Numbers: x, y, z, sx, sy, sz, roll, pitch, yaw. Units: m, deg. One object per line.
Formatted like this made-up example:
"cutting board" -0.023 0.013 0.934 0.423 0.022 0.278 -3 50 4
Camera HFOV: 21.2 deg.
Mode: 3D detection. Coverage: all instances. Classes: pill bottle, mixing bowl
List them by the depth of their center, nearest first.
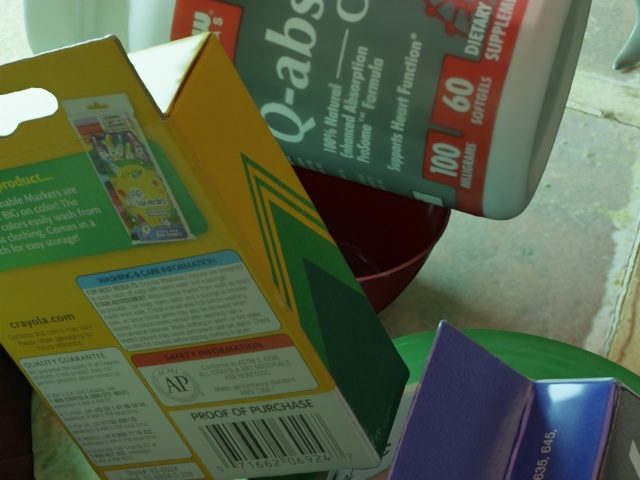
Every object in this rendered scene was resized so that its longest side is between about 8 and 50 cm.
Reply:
"pill bottle" -0.007 -0.157 1.195 0.362 0.210 0.210 15 45 12
"mixing bowl" 0.000 0.000 1.254 0.181 0.098 0.181 3 43 -3

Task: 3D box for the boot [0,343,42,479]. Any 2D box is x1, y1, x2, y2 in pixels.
"boot" -0.231 0.080 1.065 0.090 0.207 0.248 -4 40 9

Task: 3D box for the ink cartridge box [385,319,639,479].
"ink cartridge box" 0.149 0.237 0.885 0.307 0.072 0.304 36 58 -25

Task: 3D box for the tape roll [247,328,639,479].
"tape roll" 0.109 0.197 1.079 0.321 0.077 0.321 2 45 -2

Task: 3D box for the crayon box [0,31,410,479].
"crayon box" -0.107 0.006 1.000 0.203 0.323 0.083 -9 38 29

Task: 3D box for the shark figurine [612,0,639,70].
"shark figurine" 0.383 -0.151 1.440 0.166 0.116 0.278 -20 51 -25
